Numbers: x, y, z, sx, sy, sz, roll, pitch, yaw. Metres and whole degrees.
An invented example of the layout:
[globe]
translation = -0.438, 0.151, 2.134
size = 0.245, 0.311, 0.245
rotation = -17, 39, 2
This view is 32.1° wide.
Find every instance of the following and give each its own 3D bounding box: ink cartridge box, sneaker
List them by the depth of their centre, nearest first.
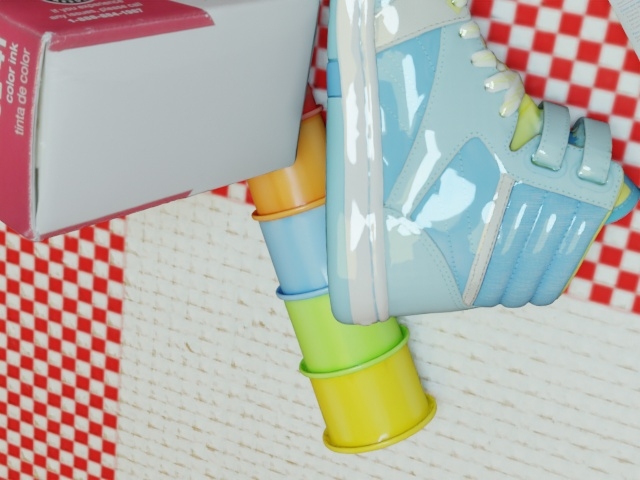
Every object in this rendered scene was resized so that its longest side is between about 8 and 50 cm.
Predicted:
[ink cartridge box]
translation = -0.187, -0.138, 0.732
size = 0.306, 0.226, 0.131
rotation = 30, 124, 30
[sneaker]
translation = 0.108, -0.101, 0.739
size = 0.208, 0.127, 0.319
rotation = 1, 99, 4

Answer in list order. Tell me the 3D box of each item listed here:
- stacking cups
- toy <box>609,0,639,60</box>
[stacking cups]
translation = 0.000, 0.000, 0.833
size = 0.096, 0.096, 0.316
rotation = -10, 106, 28
[toy]
translation = 0.252, -0.152, 0.670
size = 0.137, 0.056, 0.237
rotation = -26, 89, 39
